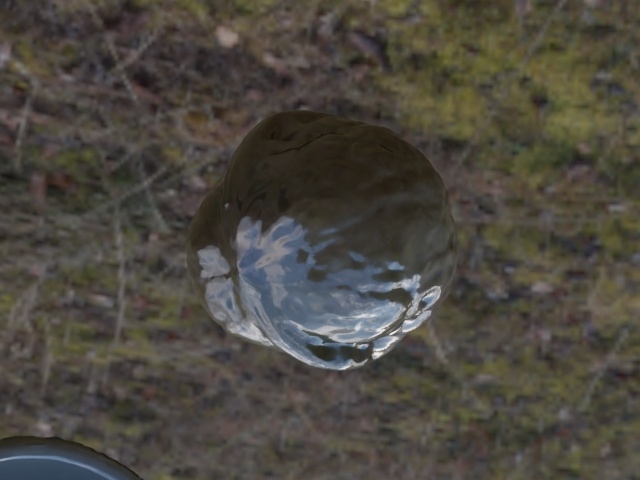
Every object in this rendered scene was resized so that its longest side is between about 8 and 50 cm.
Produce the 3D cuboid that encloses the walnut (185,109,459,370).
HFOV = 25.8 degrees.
[{"bbox_3d":[0.000,0.002,1.291,0.248,0.248,0.248,5,154,3],"label":"walnut"}]

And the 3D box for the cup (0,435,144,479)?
[{"bbox_3d":[-0.231,0.221,0.674,0.257,0.227,0.301,-28,125,33],"label":"cup"}]
